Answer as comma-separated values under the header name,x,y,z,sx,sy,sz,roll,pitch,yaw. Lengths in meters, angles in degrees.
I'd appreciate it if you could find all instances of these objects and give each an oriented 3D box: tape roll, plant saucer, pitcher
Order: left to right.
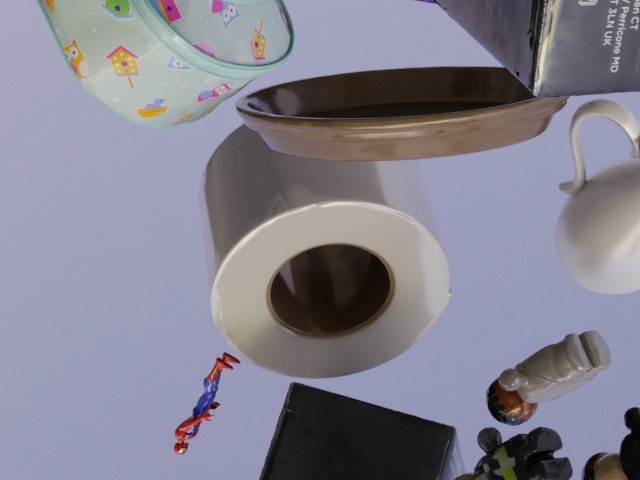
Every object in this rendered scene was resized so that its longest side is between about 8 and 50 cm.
name,x,y,z,sx,sy,sz,roll,pitch,yaw
tape roll,0.000,0.000,1.617,0.246,0.246,0.169,-30,-141,15
plant saucer,0.068,-0.107,1.298,0.278,0.041,0.278,-3,-166,1
pitcher,0.298,-0.045,1.558,0.125,0.178,0.207,-54,179,-34

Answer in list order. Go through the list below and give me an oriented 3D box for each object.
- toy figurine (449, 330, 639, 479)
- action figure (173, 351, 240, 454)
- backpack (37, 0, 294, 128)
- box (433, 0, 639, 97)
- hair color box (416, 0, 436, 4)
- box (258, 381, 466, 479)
name,x,y,z,sx,sy,sz,roll,pitch,yaw
toy figurine,0.224,0.207,1.376,0.148,0.209,0.213,-42,-164,46
action figure,-0.117,0.167,1.561,0.115,0.030,0.038,-57,178,17
backpack,-0.093,-0.167,0.925,0.144,0.166,0.188,-23,-95,29
box,0.116,-0.120,0.518,0.158,0.093,0.156,-5,-151,-16
hair color box,0.075,-0.332,1.603,0.185,0.110,0.339,-28,-150,-34
box,0.028,0.336,1.576,0.183,0.296,0.294,13,-109,13
